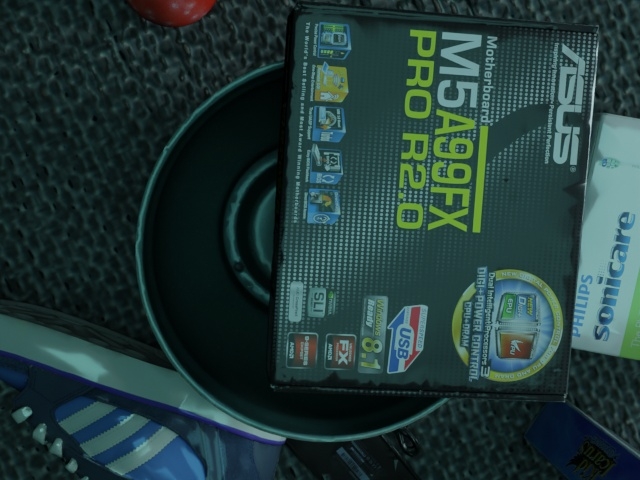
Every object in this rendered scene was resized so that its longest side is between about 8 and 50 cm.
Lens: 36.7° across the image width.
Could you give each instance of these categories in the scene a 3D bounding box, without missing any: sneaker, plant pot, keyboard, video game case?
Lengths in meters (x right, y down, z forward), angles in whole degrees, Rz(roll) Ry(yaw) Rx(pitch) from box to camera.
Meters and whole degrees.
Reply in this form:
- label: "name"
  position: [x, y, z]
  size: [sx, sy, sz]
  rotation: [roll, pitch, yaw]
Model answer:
- label: "sneaker"
  position: [-0.201, 0.205, 0.843]
  size: [0.323, 0.130, 0.236]
  rotation: [22, 89, -14]
- label: "plant pot"
  position: [0.000, 0.000, 0.814]
  size: [0.293, 0.196, 0.293]
  rotation: [-1, 95, -6]
- label: "keyboard"
  position: [0.044, 0.203, 0.928]
  size: [0.108, 0.023, 0.180]
  rotation: [-39, 99, 5]
- label: "video game case"
  position: [0.326, 0.255, 0.840]
  size: [0.244, 0.269, 0.061]
  rotation: [35, 92, -8]

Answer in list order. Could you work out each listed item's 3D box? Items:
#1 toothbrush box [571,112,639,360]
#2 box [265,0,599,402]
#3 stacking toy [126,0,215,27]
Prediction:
- label: "toothbrush box"
  position: [0.357, 0.009, 0.872]
  size: [0.283, 0.122, 0.206]
  rotation: [9, 98, 0]
- label: "box"
  position: [0.076, -0.025, 0.690]
  size: [0.216, 0.060, 0.270]
  rotation: [4, 95, -6]
- label: "stacking toy"
  position: [-0.062, -0.329, 0.816]
  size: [0.141, 0.141, 0.330]
  rotation: [29, 98, -9]
